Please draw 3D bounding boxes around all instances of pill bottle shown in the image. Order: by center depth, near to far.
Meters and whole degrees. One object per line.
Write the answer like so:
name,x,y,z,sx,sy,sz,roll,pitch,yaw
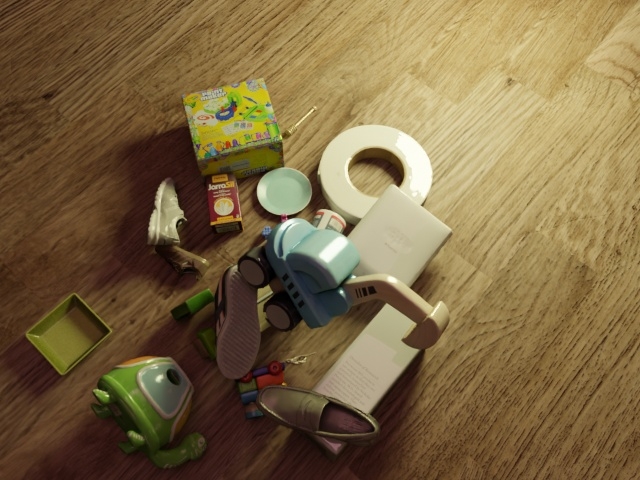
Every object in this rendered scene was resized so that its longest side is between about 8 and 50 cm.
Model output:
pill bottle,0.000,0.000,1.952,0.108,0.108,0.180,23,66,9

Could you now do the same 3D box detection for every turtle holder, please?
turtle holder,-0.455,0.461,1.654,0.320,0.243,0.227,37,52,24

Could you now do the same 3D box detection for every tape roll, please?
tape roll,0.187,-0.222,2.081,0.393,0.072,0.391,0,65,-1

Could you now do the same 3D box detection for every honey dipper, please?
honey dipper,-0.066,-0.439,2.200,0.030,0.030,0.160,38,67,15

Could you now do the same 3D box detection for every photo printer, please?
photo printer,0.225,0.016,1.909,0.256,0.107,0.307,40,87,5

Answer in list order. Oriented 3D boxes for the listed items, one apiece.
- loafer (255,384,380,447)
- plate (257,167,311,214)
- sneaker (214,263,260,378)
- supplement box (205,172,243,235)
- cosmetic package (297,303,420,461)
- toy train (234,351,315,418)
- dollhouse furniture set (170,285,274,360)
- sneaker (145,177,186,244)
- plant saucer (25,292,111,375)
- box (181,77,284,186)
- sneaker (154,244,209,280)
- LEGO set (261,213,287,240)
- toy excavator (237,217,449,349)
loafer,-0.007,0.427,1.498,0.320,0.111,0.111,14,65,6
plate,-0.124,-0.165,2.072,0.188,0.024,0.188,1,64,-1
sneaker,-0.240,0.226,1.725,0.126,0.127,0.320,7,88,-24
supplement box,-0.321,-0.122,2.015,0.104,0.080,0.188,-9,65,-6
cosmetic package,0.126,0.387,1.707,0.162,0.230,0.453,38,69,16
toy train,-0.118,0.424,1.759,0.248,0.105,0.143,-12,76,-7
dollhouse furniture set,-0.270,0.217,1.868,0.302,0.151,0.197,-30,89,-33
sneaker,-0.496,-0.086,1.981,0.115,0.105,0.281,14,49,-17
plant saucer,-0.758,0.287,1.831,0.188,0.045,0.188,40,70,16
box,-0.299,-0.374,2.081,0.290,0.177,0.279,-14,66,-7
sneaker,-0.454,0.067,1.931,0.189,0.066,0.071,19,67,8
LEGO set,-0.143,0.010,1.951,0.087,0.093,0.227,-6,65,-4
toy excavator,0.062,0.117,1.589,0.222,0.445,0.432,-41,105,-45
